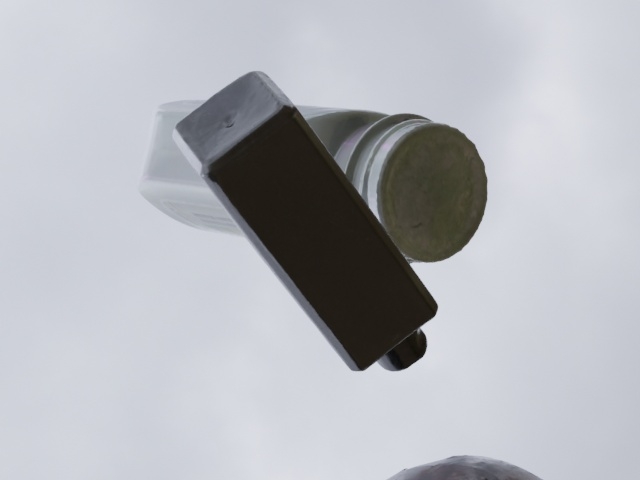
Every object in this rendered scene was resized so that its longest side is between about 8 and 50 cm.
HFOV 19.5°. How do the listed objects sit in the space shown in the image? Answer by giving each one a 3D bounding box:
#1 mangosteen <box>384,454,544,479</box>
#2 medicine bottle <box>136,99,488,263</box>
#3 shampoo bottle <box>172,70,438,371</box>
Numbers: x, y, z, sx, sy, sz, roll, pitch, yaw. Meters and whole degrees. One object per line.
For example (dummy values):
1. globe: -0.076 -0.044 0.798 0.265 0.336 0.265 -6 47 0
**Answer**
1. mangosteen: 0.154 0.402 1.965 0.359 0.306 0.306 -98 -15 -46
2. medicine bottle: -0.005 -0.051 1.543 0.179 0.324 0.124 17 -96 -36
3. shampoo bottle: 0.000 0.000 1.270 0.079 0.080 0.246 -37 -56 0
